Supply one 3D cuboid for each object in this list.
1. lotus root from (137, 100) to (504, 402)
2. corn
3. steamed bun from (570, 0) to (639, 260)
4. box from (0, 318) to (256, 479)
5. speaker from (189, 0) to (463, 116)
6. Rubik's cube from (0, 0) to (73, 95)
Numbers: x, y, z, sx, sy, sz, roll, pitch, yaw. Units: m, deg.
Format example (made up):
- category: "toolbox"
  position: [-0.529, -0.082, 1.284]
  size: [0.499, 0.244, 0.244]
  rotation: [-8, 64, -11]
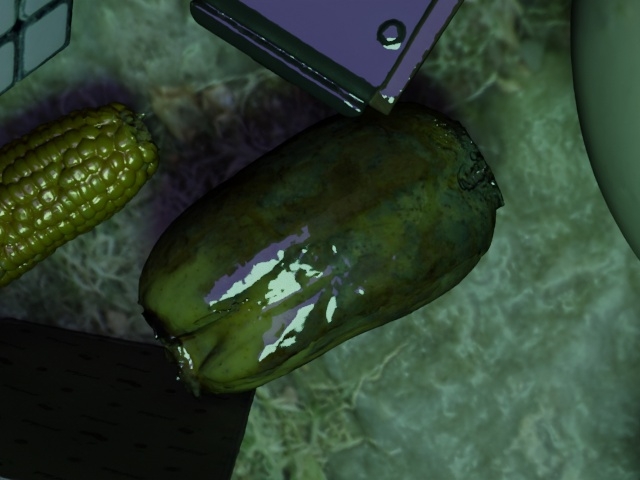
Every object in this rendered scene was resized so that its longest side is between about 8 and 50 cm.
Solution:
- category: "lotus root"
  position: [0.000, 0.000, 0.861]
  size: [0.275, 0.160, 0.151]
  rotation: [-28, 89, -7]
- category: "corn"
  position: [-0.257, -0.008, 0.910]
  size: [0.313, 0.102, 0.102]
  rotation: [-35, 98, 5]
- category: "steamed bun"
  position: [0.319, -0.109, 0.753]
  size: [0.334, 0.334, 0.373]
  rotation: [-15, 101, 5]
- category: "box"
  position: [-0.180, 0.195, 0.841]
  size: [0.225, 0.297, 0.190]
  rotation: [12, 101, -1]
- category: "speaker"
  position: [0.022, -0.198, 0.793]
  size: [0.153, 0.231, 0.192]
  rotation: [31, 100, -4]
- category: "Rubik's cube"
  position: [-0.308, -0.215, 0.783]
  size: [0.319, 0.319, 0.264]
  rotation: [15, 75, -1]
